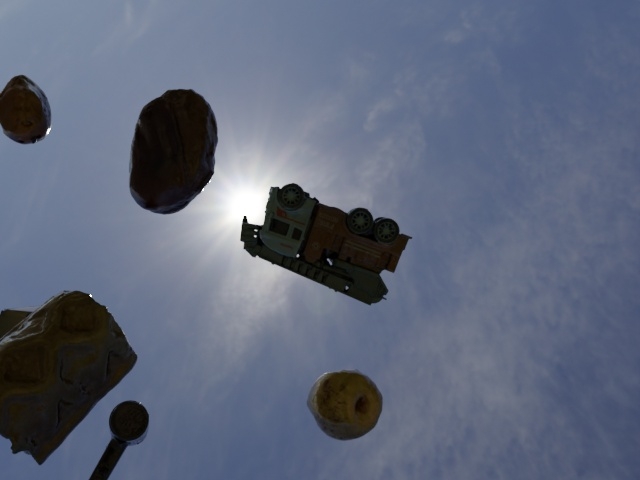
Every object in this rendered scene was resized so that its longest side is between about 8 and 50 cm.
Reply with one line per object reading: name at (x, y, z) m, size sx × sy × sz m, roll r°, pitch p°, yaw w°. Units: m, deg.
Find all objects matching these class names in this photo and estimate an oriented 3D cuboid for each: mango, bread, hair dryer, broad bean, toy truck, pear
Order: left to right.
mango at (-0.838, -0.376, 1.907) m, size 0.156 × 0.151 × 0.248 m, roll -58°, pitch -143°, yaw 39°
bread at (-0.457, 0.224, 1.137) m, size 0.252 × 0.196 × 0.238 m, roll -50°, pitch -160°, yaw -28°
hair dryer at (-0.454, 0.474, 1.462) m, size 0.251 × 0.089 × 0.197 m, roll -65°, pitch -174°, yaw -25°
broad bean at (-0.264, -0.159, 1.206) m, size 0.156 × 0.122 × 0.228 m, roll 5°, pitch -103°, yaw 19°
toy truck at (0.000, 0.000, 1.385) m, size 0.133 × 0.338 × 0.184 m, roll -96°, pitch -154°, yaw -89°
pear at (0.052, 0.375, 1.558) m, size 0.178 × 0.178 × 0.178 m, roll -19°, pitch -138°, yaw 18°

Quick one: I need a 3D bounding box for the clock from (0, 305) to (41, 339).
clock at (-0.564, 0.228, 1.325) m, size 0.071 × 0.147 × 0.192 m, roll 2°, pitch -93°, yaw 9°
